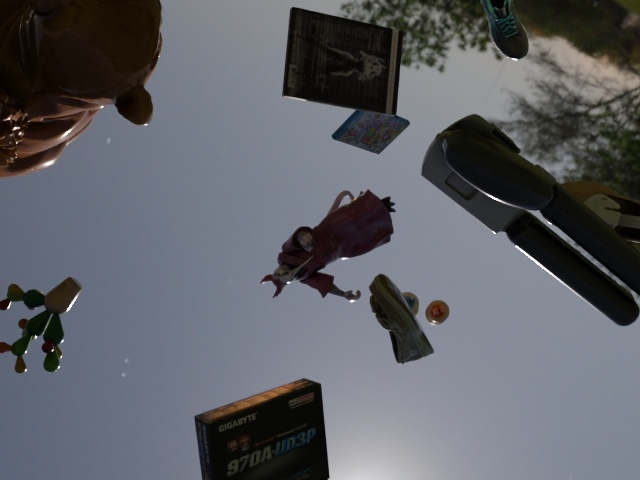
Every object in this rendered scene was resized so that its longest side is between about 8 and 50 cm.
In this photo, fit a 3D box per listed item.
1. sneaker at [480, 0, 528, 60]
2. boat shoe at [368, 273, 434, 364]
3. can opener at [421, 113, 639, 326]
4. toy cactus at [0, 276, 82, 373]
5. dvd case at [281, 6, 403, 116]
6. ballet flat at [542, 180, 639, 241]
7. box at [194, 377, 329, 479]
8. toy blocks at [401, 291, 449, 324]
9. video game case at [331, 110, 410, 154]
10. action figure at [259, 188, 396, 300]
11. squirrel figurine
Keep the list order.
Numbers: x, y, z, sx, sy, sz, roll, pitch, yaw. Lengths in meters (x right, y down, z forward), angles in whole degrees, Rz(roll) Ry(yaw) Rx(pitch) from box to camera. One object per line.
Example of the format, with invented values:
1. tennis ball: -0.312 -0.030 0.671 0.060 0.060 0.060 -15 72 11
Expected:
1. sneaker: 0.332 -0.407 1.327 0.166 0.065 0.076 62 -163 -6
2. boat shoe: 0.084 0.094 0.824 0.153 0.048 0.056 54 -172 -49
3. can opener: 0.211 -0.006 0.662 0.283 0.076 0.095 36 -157 -16
4. toy cactus: -0.527 0.138 1.359 0.112 0.180 0.219 38 -173 -47
5. dvd case: 0.043 -0.326 1.332 0.221 0.165 0.018 7 175 -17
6. ballet flat: 0.432 -0.039 1.061 0.232 0.080 0.073 7 -168 -22
7. box: -0.090 0.339 1.177 0.220 0.175 0.051 -11 -170 -37
8. toy blocks: 0.234 0.153 1.656 0.123 0.054 0.148 10 170 9
9. video game case: 0.122 -0.264 1.731 0.166 0.119 0.015 11 -134 -44
10. action figure: 0.000 0.000 1.769 0.370 0.248 0.275 -31 -142 -16
11. squirrel figurine: -0.365 -0.175 0.853 0.370 0.281 0.397 2 -140 39
